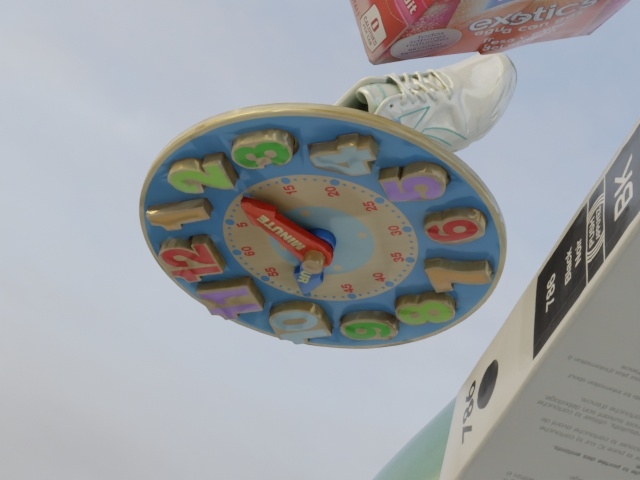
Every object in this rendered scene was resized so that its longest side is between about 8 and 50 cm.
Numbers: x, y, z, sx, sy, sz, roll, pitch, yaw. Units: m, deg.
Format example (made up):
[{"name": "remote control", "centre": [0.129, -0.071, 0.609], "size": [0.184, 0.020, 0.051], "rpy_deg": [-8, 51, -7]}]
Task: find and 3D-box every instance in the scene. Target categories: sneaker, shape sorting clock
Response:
[{"name": "sneaker", "centre": [0.055, -0.080, 0.955], "size": [0.053, 0.152, 0.061], "rpy_deg": [55, -8, 43]}, {"name": "shape sorting clock", "centre": [0.000, 0.000, 0.848], "size": [0.206, 0.040, 0.206], "rpy_deg": [9, -37, 7]}]

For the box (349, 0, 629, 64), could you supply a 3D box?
[{"name": "box", "centre": [0.060, -0.219, 0.649], "size": [0.128, 0.123, 0.256], "rpy_deg": [-40, -116, 62]}]

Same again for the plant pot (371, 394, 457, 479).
[{"name": "plant pot", "centre": [0.141, 0.305, 1.369], "size": [0.293, 0.235, 0.293], "rpy_deg": [52, 3, -3]}]

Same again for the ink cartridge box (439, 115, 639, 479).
[{"name": "ink cartridge box", "centre": [0.161, 0.050, 0.600], "size": [0.165, 0.065, 0.332], "rpy_deg": [18, -45, -9]}]
